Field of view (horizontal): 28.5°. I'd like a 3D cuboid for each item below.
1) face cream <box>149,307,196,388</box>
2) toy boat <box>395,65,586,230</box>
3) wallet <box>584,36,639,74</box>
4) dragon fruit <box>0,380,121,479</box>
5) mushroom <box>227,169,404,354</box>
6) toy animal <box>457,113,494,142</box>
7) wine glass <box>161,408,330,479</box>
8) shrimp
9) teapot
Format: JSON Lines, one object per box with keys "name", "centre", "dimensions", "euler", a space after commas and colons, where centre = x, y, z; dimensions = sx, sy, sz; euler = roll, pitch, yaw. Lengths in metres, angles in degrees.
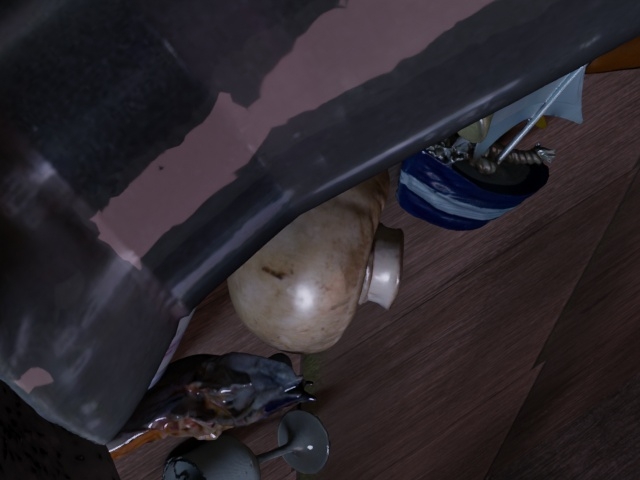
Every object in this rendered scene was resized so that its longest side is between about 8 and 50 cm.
{"name": "face cream", "centre": [-0.109, 0.003, 0.833], "dimensions": [0.107, 0.073, 0.269], "euler": [-30, 157, -41]}
{"name": "toy boat", "centre": [0.189, -0.119, 1.046], "dimensions": [0.220, 0.067, 0.291], "euler": [2, 139, -52]}
{"name": "wallet", "centre": [0.314, -0.222, 1.101], "dimensions": [0.161, 0.042, 0.195], "euler": [-9, 149, -40]}
{"name": "dragon fruit", "centre": [-0.230, 0.155, 0.675], "dimensions": [0.189, 0.290, 0.290], "euler": [-34, 159, 8]}
{"name": "mushroom", "centre": [0.000, 0.000, 0.886], "dimensions": [0.127, 0.166, 0.166], "euler": [9, 147, -5]}
{"name": "toy animal", "centre": [0.106, -0.139, 0.882], "dimensions": [0.101, 0.103, 0.218], "euler": [-46, 164, -31]}
{"name": "wine glass", "centre": [-0.078, 0.238, 1.347], "dimensions": [0.195, 0.079, 0.079], "euler": [-12, 147, -50]}
{"name": "shrimp", "centre": [-0.127, 0.136, 0.949], "dimensions": [0.164, 0.062, 0.317], "euler": [-29, -174, -40]}
{"name": "teapot", "centre": [-0.025, -0.120, 0.486], "dimensions": [0.344, 0.253, 0.300], "euler": [-41, -156, -5]}
